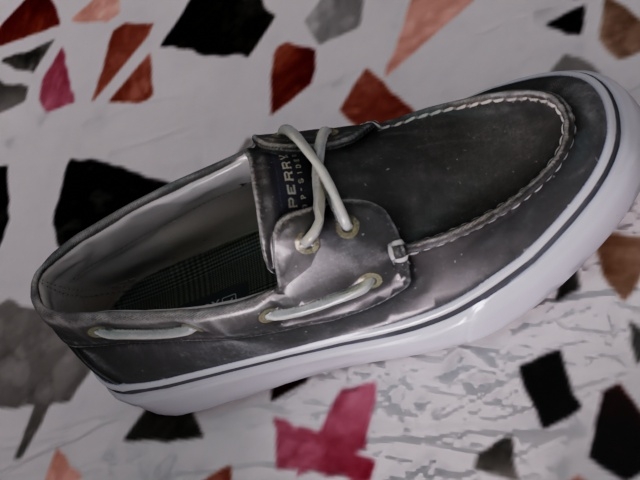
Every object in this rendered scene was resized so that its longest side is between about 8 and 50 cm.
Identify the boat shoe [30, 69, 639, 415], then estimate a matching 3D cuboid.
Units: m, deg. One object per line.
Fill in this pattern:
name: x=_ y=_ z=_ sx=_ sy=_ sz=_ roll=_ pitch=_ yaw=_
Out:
boat shoe: x=0.000 y=0.000 z=0.742 sx=0.335 sy=0.119 sz=0.121 roll=-27 pitch=53 yaw=21
